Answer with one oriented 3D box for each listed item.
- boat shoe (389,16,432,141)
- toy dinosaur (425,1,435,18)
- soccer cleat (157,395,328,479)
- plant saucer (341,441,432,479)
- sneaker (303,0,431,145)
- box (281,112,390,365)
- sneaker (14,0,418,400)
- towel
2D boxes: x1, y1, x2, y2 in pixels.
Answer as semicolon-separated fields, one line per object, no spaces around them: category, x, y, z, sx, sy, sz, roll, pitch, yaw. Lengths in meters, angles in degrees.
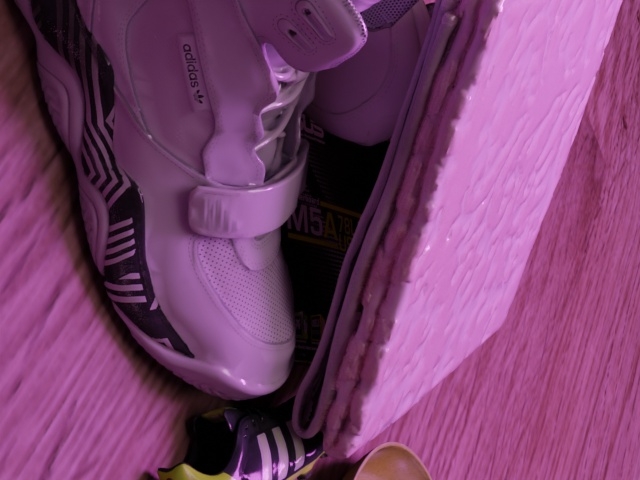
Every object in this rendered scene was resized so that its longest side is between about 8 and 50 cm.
boat shoe;0.101;-0.077;1.181;0.096;0.088;0.267;-87;170;-48
toy dinosaur;0.070;-0.202;1.200;0.064;0.118;0.268;-55;132;-65
soccer cleat;-0.043;0.131;0.976;0.179;0.060;0.072;-41;110;-56
plant saucer;0.045;0.271;1.108;0.241;0.037;0.241;-8;90;-66
sneaker;-0.036;-0.191;0.975;0.152;0.114;0.305;10;48;-54
box;0.000;0.000;1.098;0.190;0.045;0.184;16;70;-60
sneaker;-0.036;-0.073;0.874;0.137;0.210;0.366;-46;123;-55
towel;0.107;-0.043;1.027;0.317;0.053;0.332;-30;143;-58
